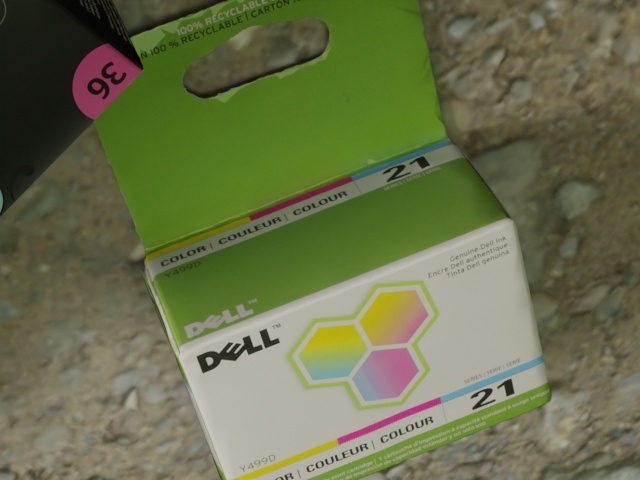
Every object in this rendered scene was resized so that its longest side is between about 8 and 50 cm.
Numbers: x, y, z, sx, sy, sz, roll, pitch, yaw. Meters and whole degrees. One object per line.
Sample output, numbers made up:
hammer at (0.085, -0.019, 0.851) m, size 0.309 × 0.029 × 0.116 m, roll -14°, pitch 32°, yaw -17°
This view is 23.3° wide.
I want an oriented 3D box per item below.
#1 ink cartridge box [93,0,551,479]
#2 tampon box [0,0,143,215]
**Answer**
ink cartridge box at (0.000, 0.000, 0.806) m, size 0.189 × 0.097 × 0.255 m, roll -21°, pitch 128°, yaw -6°
tampon box at (-0.181, -0.098, 0.671) m, size 0.120 × 0.101 × 0.161 m, roll -44°, pitch 125°, yaw 11°
